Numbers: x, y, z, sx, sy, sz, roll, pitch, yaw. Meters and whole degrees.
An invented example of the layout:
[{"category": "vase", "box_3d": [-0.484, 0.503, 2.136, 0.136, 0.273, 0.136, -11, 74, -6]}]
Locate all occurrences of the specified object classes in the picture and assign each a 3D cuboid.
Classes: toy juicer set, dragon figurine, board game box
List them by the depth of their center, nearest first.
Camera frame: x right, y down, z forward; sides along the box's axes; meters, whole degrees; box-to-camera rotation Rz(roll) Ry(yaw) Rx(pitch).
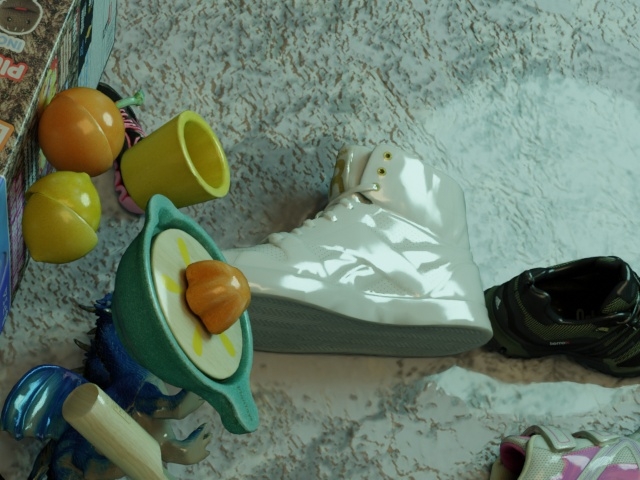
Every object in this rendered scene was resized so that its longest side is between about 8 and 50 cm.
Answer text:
[{"category": "toy juicer set", "box_3d": [-0.108, 0.034, 1.166, 0.209, 0.089, 0.329, 33, 40, -55]}, {"category": "dragon figurine", "box_3d": [-0.177, 0.144, 1.261, 0.144, 0.085, 0.289, 14, 40, 27]}, {"category": "board game box", "box_3d": [-0.257, -0.112, 1.284, 0.141, 0.232, 0.291, 17, 63, -1]}]

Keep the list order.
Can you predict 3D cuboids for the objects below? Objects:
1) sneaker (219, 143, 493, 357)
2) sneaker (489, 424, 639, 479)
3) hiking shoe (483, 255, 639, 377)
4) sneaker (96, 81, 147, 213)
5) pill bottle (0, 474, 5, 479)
[{"category": "sneaker", "box_3d": [0.000, 0.000, 1.435, 0.292, 0.108, 0.169, 7, 64, -30]}, {"category": "sneaker", "box_3d": [0.207, 0.193, 1.432, 0.252, 0.103, 0.111, -29, 83, -30]}, {"category": "hiking shoe", "box_3d": [0.255, 0.063, 1.498, 0.226, 0.114, 0.086, 2, 69, -21]}, {"category": "sneaker", "box_3d": [-0.158, -0.083, 1.427, 0.047, 0.057, 0.119, -24, 78, -27]}, {"category": "pill bottle", "box_3d": [-0.322, 0.123, 1.225, 0.123, 0.123, 0.219, -43, 101, -30]}]
